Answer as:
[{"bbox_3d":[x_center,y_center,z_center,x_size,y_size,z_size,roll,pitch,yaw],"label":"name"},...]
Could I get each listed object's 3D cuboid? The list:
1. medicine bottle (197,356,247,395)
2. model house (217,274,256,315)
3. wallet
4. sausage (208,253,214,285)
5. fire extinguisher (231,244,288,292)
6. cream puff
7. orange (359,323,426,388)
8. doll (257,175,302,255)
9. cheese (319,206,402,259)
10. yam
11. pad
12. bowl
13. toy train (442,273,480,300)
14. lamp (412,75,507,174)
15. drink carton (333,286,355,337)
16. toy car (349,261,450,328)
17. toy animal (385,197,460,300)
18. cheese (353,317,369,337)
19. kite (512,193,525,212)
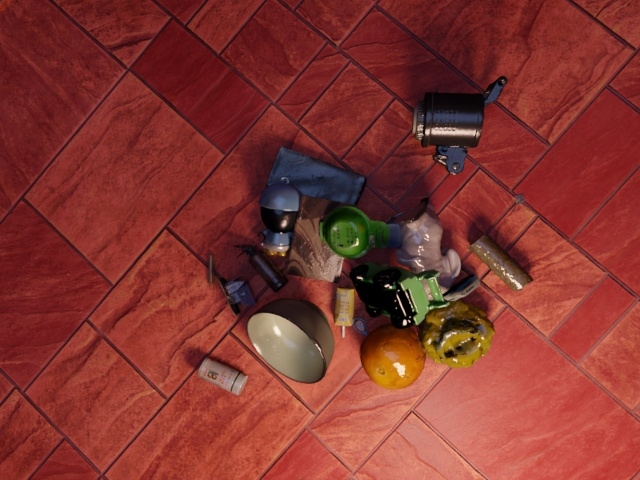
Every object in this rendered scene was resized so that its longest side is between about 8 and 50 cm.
[{"bbox_3d":[-0.391,0.540,1.897,0.183,0.086,0.086,22,90,7],"label":"medicine bottle"},{"bbox_3d":[-0.325,0.203,1.890,0.088,0.117,0.167,-25,82,1],"label":"model house"},{"bbox_3d":[-0.019,-0.231,1.904,0.379,0.046,0.191,21,89,8],"label":"wallet"},{"bbox_3d":[-0.447,0.121,1.950,0.024,0.024,0.132,-1,87,6],"label":"sausage"},{"bbox_3d":[-0.243,0.096,1.887,0.252,0.106,0.075,49,128,7],"label":"fire extinguisher"},{"bbox_3d":[0.502,0.346,1.755,0.281,0.185,0.282,-1,85,8],"label":"cream puff"},{"bbox_3d":[0.267,0.426,1.755,0.240,0.240,0.240,0,88,7],"label":"orange"},{"bbox_3d":[-0.158,-0.096,1.860,0.177,0.141,0.314,7,107,-6],"label":"doll"},{"bbox_3d":[0.144,-0.024,1.758,0.320,0.083,0.204,4,106,22],"label":"cheese"},{"bbox_3d":[0.678,0.085,1.791,0.093,0.093,0.259,-45,84,3],"label":"yam"},{"bbox_3d":[0.000,0.000,1.841,0.220,0.004,0.330,10,107,-6],"label":"pad"},{"bbox_3d":[-0.084,0.347,1.787,0.354,0.354,0.185,38,49,6],"label":"bowl"},{"bbox_3d":[0.507,0.189,1.750,0.052,0.234,0.051,-31,85,49],"label":"toy train"},{"bbox_3d":[0.478,-0.458,1.772,0.272,0.205,0.374,22,101,3],"label":"lamp"},{"bbox_3d":[0.092,0.283,1.858,0.084,0.074,0.200,3,87,7],"label":"drink carton"},{"bbox_3d":[0.266,0.179,1.721,0.176,0.358,0.213,-35,112,-22],"label":"toy car"},{"bbox_3d":[0.401,0.044,1.793,0.257,0.194,0.357,-32,101,-19],"label":"toy animal"},{"bbox_3d":[0.168,0.354,1.875,0.047,0.017,0.111,-37,85,7],"label":"cheese"},{"bbox_3d":[0.765,-0.144,1.832,0.044,0.002,0.078,7,87,7],"label":"kite"}]
